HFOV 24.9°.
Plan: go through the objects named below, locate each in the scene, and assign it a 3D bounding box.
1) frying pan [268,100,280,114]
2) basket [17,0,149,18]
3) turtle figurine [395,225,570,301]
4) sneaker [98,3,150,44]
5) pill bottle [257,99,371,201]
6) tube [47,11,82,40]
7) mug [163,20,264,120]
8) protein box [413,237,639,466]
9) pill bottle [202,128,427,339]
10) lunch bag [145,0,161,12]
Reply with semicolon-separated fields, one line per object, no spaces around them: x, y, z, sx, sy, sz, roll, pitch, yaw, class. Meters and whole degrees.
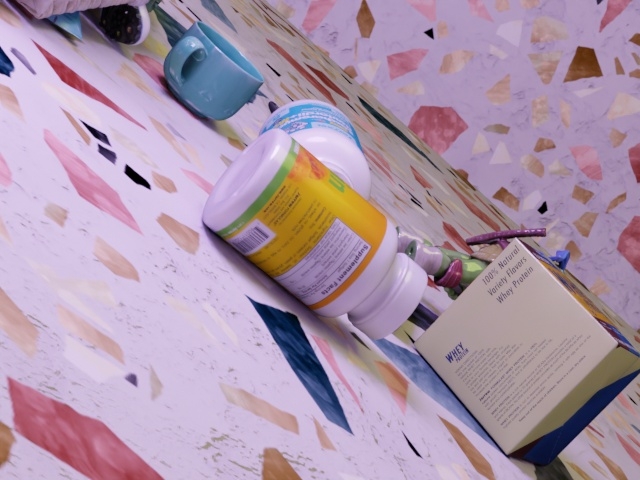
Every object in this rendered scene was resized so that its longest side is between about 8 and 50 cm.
-0.031;-0.115;2.185;0.326;0.053;0.197;46;11;25;frying pan
-0.313;-0.501;1.798;0.331;0.328;0.266;44;29;9;basket
0.219;0.095;2.147;0.266;0.275;0.198;19;42;-16;turtle figurine
-0.283;-0.349;2.067;0.086;0.085;0.237;7;30;-33;sneaker
-0.010;-0.090;1.911;0.146;0.146;0.264;40;11;-16;pill bottle
-0.344;-0.325;1.893;0.080;0.052;0.207;28;22;-23;tube
-0.168;-0.239;2.046;0.157;0.097;0.129;34;14;-35;mug
0.272;0.146;1.876;0.201;0.200;0.136;49;12;31;protein box
0.000;0.000;1.632;0.245;0.136;0.136;40;11;-18;pill bottle
-0.298;-0.498;2.310;0.223;0.160;0.262;41;-28;-8;lunch bag
